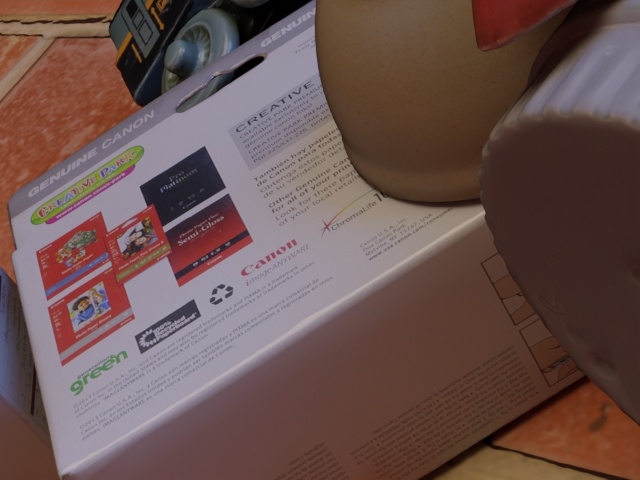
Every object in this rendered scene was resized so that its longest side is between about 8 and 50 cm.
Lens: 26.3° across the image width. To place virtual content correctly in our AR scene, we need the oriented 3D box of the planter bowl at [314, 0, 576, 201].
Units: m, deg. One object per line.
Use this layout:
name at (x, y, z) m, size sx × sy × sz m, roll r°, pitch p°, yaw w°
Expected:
planter bowl at (0.063, -0.112, 0.628) m, size 0.162 × 0.109 × 0.162 m, roll -20°, pitch 37°, yaw 16°

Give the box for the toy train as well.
toy train at (-0.020, -0.199, 0.903) m, size 0.334 × 0.142 × 0.190 m, roll -57°, pitch 40°, yaw 22°

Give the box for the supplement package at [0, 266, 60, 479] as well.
supplement package at (-0.216, 0.079, 0.780) m, size 0.105 × 0.179 × 0.105 m, roll -26°, pitch 37°, yaw 10°

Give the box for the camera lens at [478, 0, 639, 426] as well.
camera lens at (0.211, -0.056, 0.421) m, size 0.274 × 0.219 × 0.219 m, roll -45°, pitch 37°, yaw -16°

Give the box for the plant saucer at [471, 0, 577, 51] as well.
plant saucer at (0.144, -0.187, 0.431) m, size 0.259 × 0.047 × 0.258 m, roll -32°, pitch 20°, yaw 20°

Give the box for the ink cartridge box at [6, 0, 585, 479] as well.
ink cartridge box at (0.000, 0.000, 0.747) m, size 0.309 × 0.130 × 0.272 m, roll -32°, pitch 36°, yaw 1°
